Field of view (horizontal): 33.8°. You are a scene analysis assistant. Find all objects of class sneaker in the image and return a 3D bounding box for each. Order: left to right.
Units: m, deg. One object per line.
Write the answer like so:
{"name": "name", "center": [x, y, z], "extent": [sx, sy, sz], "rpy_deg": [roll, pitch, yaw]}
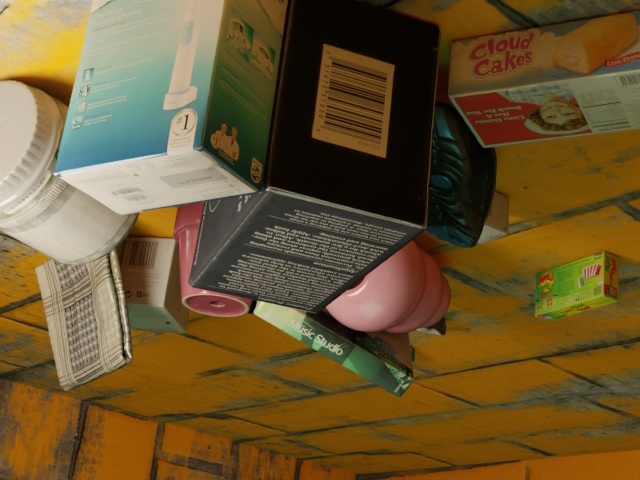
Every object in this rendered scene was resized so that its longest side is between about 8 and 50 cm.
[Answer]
{"name": "sneaker", "center": [0.230, 0.186, 2.404], "extent": [0.061, 0.053, 0.152], "rpy_deg": [-5, 156, 31]}
{"name": "sneaker", "center": [0.192, -0.122, 1.572], "extent": [0.125, 0.139, 0.341], "rpy_deg": [20, 160, 21]}

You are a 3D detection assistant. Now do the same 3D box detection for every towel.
{"name": "towel", "center": [-0.477, 0.118, 2.095], "extent": [0.056, 0.324, 0.312], "rpy_deg": [-3, 166, -36]}

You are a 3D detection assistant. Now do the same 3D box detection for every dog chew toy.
{"name": "dog chew toy", "center": [0.140, 0.086, 2.010], "extent": [0.207, 0.206, 0.332], "rpy_deg": [-9, 161, 33]}

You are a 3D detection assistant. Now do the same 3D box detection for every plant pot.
{"name": "plant pot", "center": [-0.186, 0.040, 1.991], "extent": [0.201, 0.180, 0.201], "rpy_deg": [5, 157, 2]}

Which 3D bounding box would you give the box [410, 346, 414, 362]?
{"name": "box", "center": [0.139, 0.286, 2.687], "extent": [0.179, 0.043, 0.105], "rpy_deg": [-9, 154, 27]}

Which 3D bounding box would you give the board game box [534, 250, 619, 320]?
{"name": "board game box", "center": [0.497, 0.091, 2.049], "extent": [0.043, 0.092, 0.181], "rpy_deg": [20, 154, -29]}

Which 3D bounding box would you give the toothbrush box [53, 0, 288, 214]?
{"name": "toothbrush box", "center": [-0.172, -0.197, 1.261], "extent": [0.216, 0.295, 0.126], "rpy_deg": [-8, 154, 29]}

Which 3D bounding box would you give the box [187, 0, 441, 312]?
{"name": "box", "center": [-0.018, -0.103, 1.450], "extent": [0.212, 0.293, 0.395], "rpy_deg": [14, 157, -17]}

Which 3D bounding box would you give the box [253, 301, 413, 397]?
{"name": "box", "center": [0.029, 0.155, 2.030], "extent": [0.322, 0.232, 0.058], "rpy_deg": [30, 108, -9]}

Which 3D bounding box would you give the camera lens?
{"name": "camera lens", "center": [-0.430, -0.100, 1.663], "extent": [0.219, 0.219, 0.274], "rpy_deg": [-6, 155, 28]}

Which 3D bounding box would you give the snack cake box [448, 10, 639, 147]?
{"name": "snack cake box", "center": [0.317, -0.206, 1.382], "extent": [0.264, 0.089, 0.152], "rpy_deg": [-5, 157, 26]}

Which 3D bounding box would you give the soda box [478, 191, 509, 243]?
{"name": "soda box", "center": [0.218, -0.065, 1.768], "extent": [0.216, 0.074, 0.069], "rpy_deg": [21, 154, -32]}

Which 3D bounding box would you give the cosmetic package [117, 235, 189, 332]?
{"name": "cosmetic package", "center": [-0.362, 0.094, 2.205], "extent": [0.151, 0.151, 0.183], "rpy_deg": [3, 158, 11]}

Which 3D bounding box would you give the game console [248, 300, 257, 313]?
{"name": "game console", "center": [-0.088, 0.092, 2.168], "extent": [0.107, 0.122, 0.071], "rpy_deg": [8, 159, -7]}
